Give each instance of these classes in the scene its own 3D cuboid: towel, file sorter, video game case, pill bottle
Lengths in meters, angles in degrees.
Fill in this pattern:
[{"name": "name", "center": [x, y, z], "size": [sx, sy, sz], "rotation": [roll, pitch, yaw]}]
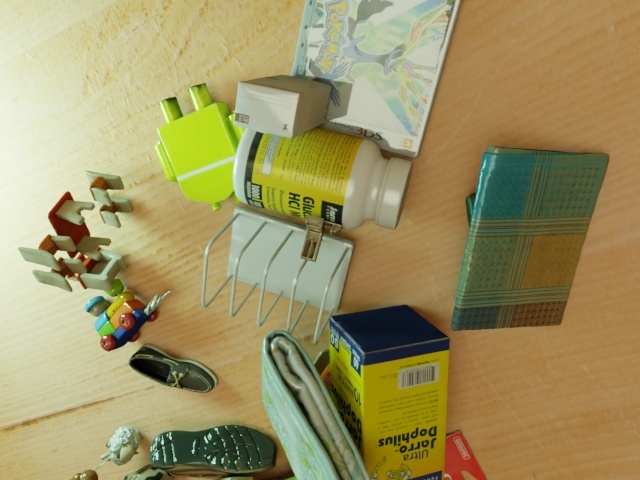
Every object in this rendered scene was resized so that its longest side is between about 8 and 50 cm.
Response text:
[{"name": "towel", "center": [0.401, 0.002, 1.146], "size": [0.272, 0.040, 0.370], "rotation": [1, 110, -18]}, {"name": "file sorter", "center": [-0.095, 0.081, 1.274], "size": [0.278, 0.173, 0.192], "rotation": [17, 123, 9]}, {"name": "video game case", "center": [0.095, -0.361, 1.185], "size": [0.300, 0.036, 0.329], "rotation": [16, 109, 9]}, {"name": "pill bottle", "center": [0.008, -0.129, 1.195], "size": [0.334, 0.188, 0.187], "rotation": [14, 109, 11]}, {"name": "towel", "center": [-0.032, 0.409, 1.249], "size": [0.374, 0.090, 0.320], "rotation": [60, 156, 27]}]

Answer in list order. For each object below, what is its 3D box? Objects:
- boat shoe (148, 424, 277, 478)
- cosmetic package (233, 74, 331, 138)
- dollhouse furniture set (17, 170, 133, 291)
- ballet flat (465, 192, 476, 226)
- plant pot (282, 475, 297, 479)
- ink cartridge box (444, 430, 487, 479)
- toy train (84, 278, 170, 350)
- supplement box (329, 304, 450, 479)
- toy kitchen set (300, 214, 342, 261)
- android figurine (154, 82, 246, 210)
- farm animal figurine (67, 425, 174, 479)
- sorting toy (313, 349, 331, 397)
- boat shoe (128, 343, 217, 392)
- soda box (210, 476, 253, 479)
[{"name": "boat shoe", "center": [-0.272, 0.554, 1.520], "size": [0.324, 0.122, 0.120], "rotation": [1, 139, 7]}, {"name": "cosmetic package", "center": [-0.065, -0.260, 1.115], "size": [0.117, 0.231, 0.085], "rotation": [14, 110, 10]}, {"name": "dollhouse furniture set", "center": [-0.561, 0.002, 1.363], "size": [0.135, 0.262, 0.259], "rotation": [12, 140, 13]}, {"name": "ballet flat", "center": [0.351, 0.030, 1.211], "size": [0.096, 0.095, 0.280], "rotation": [-5, 115, 6]}, {"name": "plant pot", "center": [-0.101, 0.726, 1.456], "size": [0.294, 0.275, 0.274], "rotation": [-21, 100, 34]}, {"name": "ink cartridge box", "center": [0.279, 0.630, 1.413], "size": [0.261, 0.066, 0.296], "rotation": [-26, 98, 21]}, {"name": "toy train", "center": [-0.479, 0.151, 1.460], "size": [0.248, 0.105, 0.143], "rotation": [-45, 78, 21]}, {"name": "supplement box", "center": [0.141, 0.346, 1.259], "size": [0.195, 0.194, 0.356], "rotation": [-7, 106, -18]}, {"name": "toy kitchen set", "center": [0.000, 0.000, 1.154], "size": [0.068, 0.083, 0.075], "rotation": [15, 78, 6]}, {"name": "android figurine", "center": [-0.255, -0.198, 1.306], "size": [0.248, 0.056, 0.272], "rotation": [-18, 102, 24]}, {"name": "farm animal figurine", "center": [-0.458, 0.668, 1.485], "size": [0.172, 0.327, 0.330], "rotation": [-29, 99, 14]}, {"name": "sorting toy", "center": [0.043, 0.381, 1.411], "size": [0.196, 0.047, 0.347], "rotation": [32, 111, 4]}, {"name": "boat shoe", "center": [-0.378, 0.339, 1.497], "size": [0.228, 0.068, 0.081], "rotation": [20, 110, 8]}, {"name": "soda box", "center": [-0.234, 0.638, 1.498], "size": [0.061, 0.058, 0.181], "rotation": [11, 152, -27]}]
